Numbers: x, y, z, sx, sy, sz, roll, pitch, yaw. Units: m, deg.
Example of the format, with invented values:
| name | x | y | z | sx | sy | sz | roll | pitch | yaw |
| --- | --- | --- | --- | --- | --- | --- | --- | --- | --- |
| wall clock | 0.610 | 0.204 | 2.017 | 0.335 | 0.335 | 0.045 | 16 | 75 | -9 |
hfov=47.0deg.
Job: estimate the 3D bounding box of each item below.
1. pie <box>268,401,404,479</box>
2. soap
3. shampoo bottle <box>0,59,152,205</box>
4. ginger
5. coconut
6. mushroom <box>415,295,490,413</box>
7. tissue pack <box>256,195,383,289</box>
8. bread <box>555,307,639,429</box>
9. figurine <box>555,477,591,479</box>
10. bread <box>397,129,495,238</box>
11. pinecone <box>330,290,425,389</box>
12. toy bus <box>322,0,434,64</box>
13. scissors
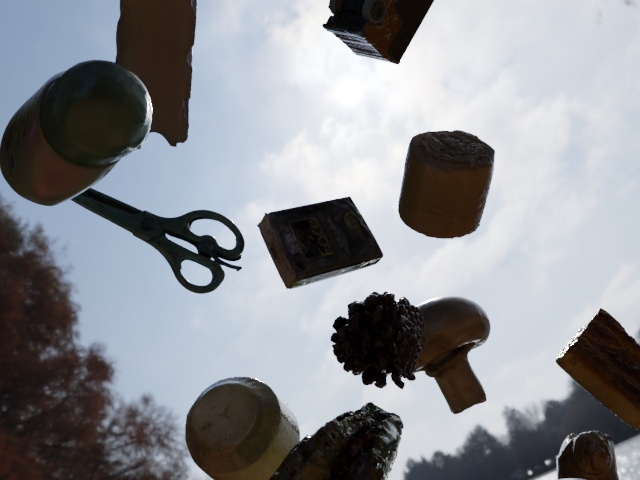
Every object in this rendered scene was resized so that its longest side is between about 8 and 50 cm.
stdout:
| name | x | y | z | sx | sy | sz | roll | pitch | yaw |
| --- | --- | --- | --- | --- | --- | --- | --- | --- | --- |
| pie | 0.003 | 0.460 | 1.321 | 0.395 | 0.180 | 0.418 | -59 | -12 | -2 |
| soap | -0.322 | -0.370 | 1.450 | 0.159 | 0.302 | 0.258 | 2 | -20 | -16 |
| shampoo bottle | -0.381 | -0.173 | 1.147 | 0.151 | 0.221 | 0.350 | 27 | -21 | -32 |
| ginger | 0.569 | 0.514 | 1.529 | 0.130 | 0.275 | 0.221 | -1 | -54 | -6 |
| coconut | -0.173 | 0.443 | 1.675 | 0.238 | 0.237 | 0.266 | -26 | -40 | 5 |
| mushroom | 0.320 | 0.300 | 1.902 | 0.293 | 0.289 | 0.292 | -22 | -17 | -7 |
| tissue pack | 0.000 | 0.000 | 1.622 | 0.236 | 0.173 | 0.073 | -13 | -24 | -32 |
| bread | 0.779 | 0.335 | 1.920 | 0.185 | 0.275 | 0.114 | -41 | -13 | -28 |
| figurine | 0.382 | 0.428 | 1.073 | 0.173 | 0.173 | 0.173 | -20 | -23 | -9 |
| bread | 0.208 | -0.094 | 1.216 | 0.148 | 0.134 | 0.141 | -17 | -50 | -28 |
| pinecone | 0.121 | 0.217 | 1.600 | 0.222 | 0.221 | 0.221 | -20 | -23 | -9 |
| toy bus | 0.148 | -0.521 | 1.539 | 0.167 | 0.139 | 0.275 | 30 | -92 | -44 |
| scissors | -0.331 | -0.029 | 1.465 | 0.393 | 0.180 | 0.032 | 27 | -30 | -15 |
